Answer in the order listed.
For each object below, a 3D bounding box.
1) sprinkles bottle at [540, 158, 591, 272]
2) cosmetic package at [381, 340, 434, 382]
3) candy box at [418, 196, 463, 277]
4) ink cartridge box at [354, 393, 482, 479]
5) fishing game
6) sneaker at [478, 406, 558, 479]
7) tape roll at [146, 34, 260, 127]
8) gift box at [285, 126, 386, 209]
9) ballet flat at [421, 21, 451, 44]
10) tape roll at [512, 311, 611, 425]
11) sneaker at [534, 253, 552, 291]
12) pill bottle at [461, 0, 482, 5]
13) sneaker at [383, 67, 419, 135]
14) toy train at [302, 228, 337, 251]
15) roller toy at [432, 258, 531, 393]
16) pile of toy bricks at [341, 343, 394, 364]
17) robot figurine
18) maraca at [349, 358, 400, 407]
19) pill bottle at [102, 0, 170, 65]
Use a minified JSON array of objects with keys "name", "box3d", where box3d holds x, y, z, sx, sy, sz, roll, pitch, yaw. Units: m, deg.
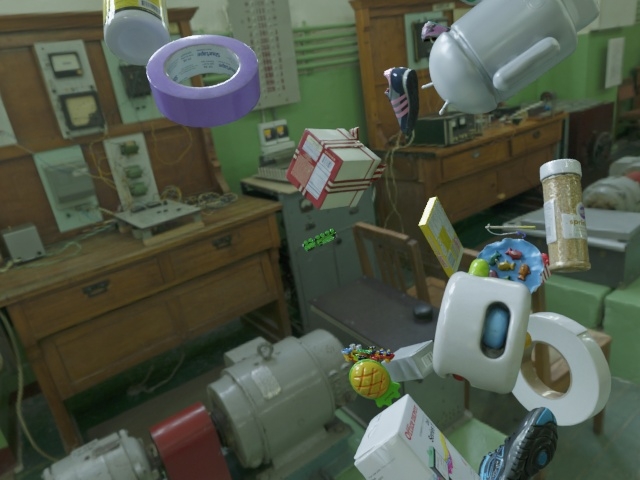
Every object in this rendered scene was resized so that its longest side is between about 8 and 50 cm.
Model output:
[{"name":"sprinkles bottle","box3d":[0.787,-0.078,1.498,0.121,0.355,0.121,1,-12,0]},{"name":"cosmetic package","box3d":[0.354,0.473,1.803,0.127,0.107,0.238,-27,-6,-29]},{"name":"candy box","box3d":[0.326,-0.006,1.237,0.027,0.205,0.105,-7,41,39]},{"name":"ink cartridge box","box3d":[0.218,0.485,0.947,0.117,0.278,0.201,-44,-9,14]},{"name":"fishing game","box3d":[0.497,0.078,1.241,0.189,0.263,0.041,7,-16,42]},{"name":"sneaker","box3d":[0.488,0.573,1.208,0.340,0.125,0.140,-53,19,-12]},{"name":"tape roll","box3d":[-0.295,-0.414,1.193,0.275,0.090,0.274,1,55,-1]},{"name":"gift box","box3d":[0.070,-0.283,1.757,0.258,0.276,0.255,-11,53,-47]},{"name":"ballet flat","box3d":[0.438,-0.654,1.513,0.222,0.079,0.077,13,3,9]},{"name":"tape roll","box3d":[0.812,0.448,1.640,0.072,0.391,0.392,-8,18,-28]},{"name":"sneaker","box3d":[0.690,0.064,1.583,0.128,0.221,0.087,-50,10,22]},{"name":"pill bottle","box3d":[0.280,-0.744,1.115,0.361,0.204,0.204,18,13,-18]},{"name":"sneaker","box3d":[0.344,-0.596,1.987,0.131,0.319,0.112,24,57,29]},{"name":"toy train","box3d":[0.000,0.000,1.005,0.083,0.017,0.023,-24,68,-21]},{"name":"roller toy","box3d":[0.283,0.159,0.798,0.146,0.209,0.191,11,35,22]},{"name":"pile of toy bricks","box3d":[0.174,0.467,1.756,0.212,0.105,0.118,-4,8,44]},{"name":"robot figurine","box3d":[0.380,-0.409,0.979,0.354,0.200,0.299,-36,29,21]},{"name":"maraca","box3d":[0.181,0.476,1.549,0.127,0.186,0.099,-48,3,9]},{"name":"pill bottle","box3d":[-0.579,-0.733,1.452,0.188,0.188,0.333,-11,65,-5]}]
